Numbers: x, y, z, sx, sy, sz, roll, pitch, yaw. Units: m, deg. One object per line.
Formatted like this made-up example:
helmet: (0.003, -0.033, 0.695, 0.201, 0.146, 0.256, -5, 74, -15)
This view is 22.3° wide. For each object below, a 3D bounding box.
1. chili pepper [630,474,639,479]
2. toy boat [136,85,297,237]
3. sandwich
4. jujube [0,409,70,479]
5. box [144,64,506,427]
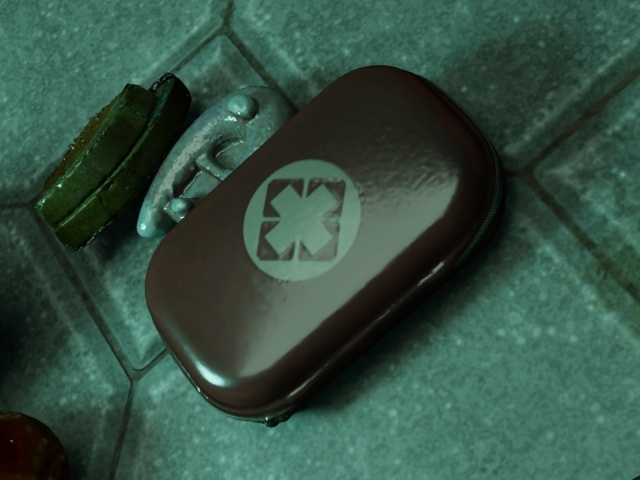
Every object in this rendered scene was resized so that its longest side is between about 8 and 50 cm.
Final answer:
chili pepper: (0.284, 0.261, 1.404, 0.253, 0.083, 0.099, -38, 49, 14)
toy boat: (-0.117, -0.081, 1.838, 0.227, 0.085, 0.155, -51, 49, -3)
sandwich: (-0.250, -0.110, 1.911, 0.235, 0.079, 0.159, -47, 28, -2)
jujube: (-0.391, 0.273, 1.756, 0.250, 0.174, 0.174, -10, 60, 24)
box: (0.000, 0.000, 1.691, 0.404, 0.108, 0.263, -42, 59, 4)
